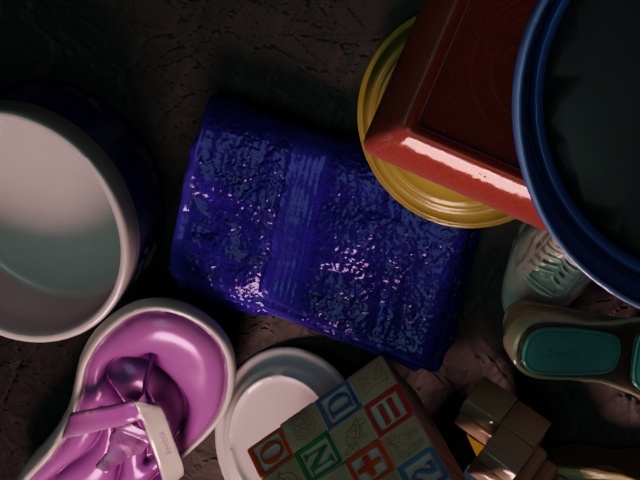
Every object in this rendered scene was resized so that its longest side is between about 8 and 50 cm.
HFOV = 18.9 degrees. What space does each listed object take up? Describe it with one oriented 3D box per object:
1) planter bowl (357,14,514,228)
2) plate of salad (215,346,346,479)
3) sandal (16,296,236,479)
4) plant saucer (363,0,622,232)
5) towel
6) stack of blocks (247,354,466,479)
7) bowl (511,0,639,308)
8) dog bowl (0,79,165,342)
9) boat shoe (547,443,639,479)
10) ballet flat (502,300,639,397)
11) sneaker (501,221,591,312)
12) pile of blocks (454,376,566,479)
[{"bbox_3d":[0.131,-0.112,1.797,0.217,0.090,0.217,2,100,13],"label":"planter bowl"},{"bbox_3d":[-0.028,0.213,2.054,0.199,0.048,0.200,2,93,34],"label":"plate of salad"},{"bbox_3d":[-0.210,0.222,2.078,0.169,0.102,0.416,21,132,-14],"label":"sandal"},{"bbox_3d":[0.204,-0.149,1.719,0.258,0.048,0.259,23,89,0],"label":"plant saucer"},{"bbox_3d":[0.000,0.000,1.941,0.308,0.076,0.228,18,119,13],"label":"towel"},{"bbox_3d":[0.065,0.278,1.860,0.171,0.297,0.087,-36,137,6],"label":"stack of blocks"},{"bbox_3d":[0.356,-0.120,1.633,0.391,0.077,0.391,0,103,0],"label":"bowl"},{"bbox_3d":[-0.302,-0.032,2.027,0.265,0.104,0.265,9,117,18],"label":"dog bowl"},{"bbox_3d":[0.306,0.243,1.949,0.153,0.056,0.048,3,121,23],"label":"boat shoe"},{"bbox_3d":[0.287,0.104,1.864,0.248,0.086,0.086,13,122,-19],"label":"ballet flat"},{"bbox_3d":[0.237,0.003,1.840,0.090,0.095,0.235,32,124,2],"label":"sneaker"},{"bbox_3d":[0.205,0.319,1.963,0.149,0.112,0.362,-13,114,43],"label":"pile of blocks"}]
